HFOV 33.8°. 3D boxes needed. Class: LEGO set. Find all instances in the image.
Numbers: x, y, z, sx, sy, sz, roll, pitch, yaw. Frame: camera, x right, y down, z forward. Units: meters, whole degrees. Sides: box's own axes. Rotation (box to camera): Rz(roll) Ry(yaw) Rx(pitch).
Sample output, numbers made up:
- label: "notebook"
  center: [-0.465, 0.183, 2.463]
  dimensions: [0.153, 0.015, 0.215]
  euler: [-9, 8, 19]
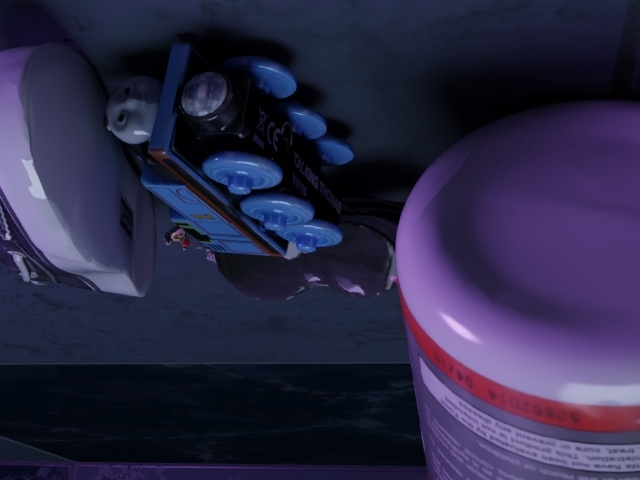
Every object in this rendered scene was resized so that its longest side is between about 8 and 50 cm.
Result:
- label: "LEGO set"
  center: [-0.085, 0.011, 0.845]
  dimensions: [0.083, 0.023, 0.054]
  euler: [8, 160, -17]

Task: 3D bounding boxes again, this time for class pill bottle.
- label: "pill bottle"
  center: [0.166, 0.115, 0.640]
  dimensions: [0.210, 0.210, 0.363]
  euler: [-2, 133, 11]

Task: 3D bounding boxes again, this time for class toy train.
- label: "toy train"
  center: [-0.049, -0.044, 0.603]
  dimensions: [0.105, 0.080, 0.184]
  euler: [1, 162, 22]

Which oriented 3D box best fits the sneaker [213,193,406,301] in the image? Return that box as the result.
- label: "sneaker"
  center: [0.000, 0.000, 0.741]
  dimensions: [0.178, 0.072, 0.077]
  euler: [9, -152, 36]

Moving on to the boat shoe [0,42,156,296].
- label: "boat shoe"
  center: [-0.171, -0.029, 0.631]
  dimensions: [0.102, 0.108, 0.301]
  euler: [0, 168, 0]
